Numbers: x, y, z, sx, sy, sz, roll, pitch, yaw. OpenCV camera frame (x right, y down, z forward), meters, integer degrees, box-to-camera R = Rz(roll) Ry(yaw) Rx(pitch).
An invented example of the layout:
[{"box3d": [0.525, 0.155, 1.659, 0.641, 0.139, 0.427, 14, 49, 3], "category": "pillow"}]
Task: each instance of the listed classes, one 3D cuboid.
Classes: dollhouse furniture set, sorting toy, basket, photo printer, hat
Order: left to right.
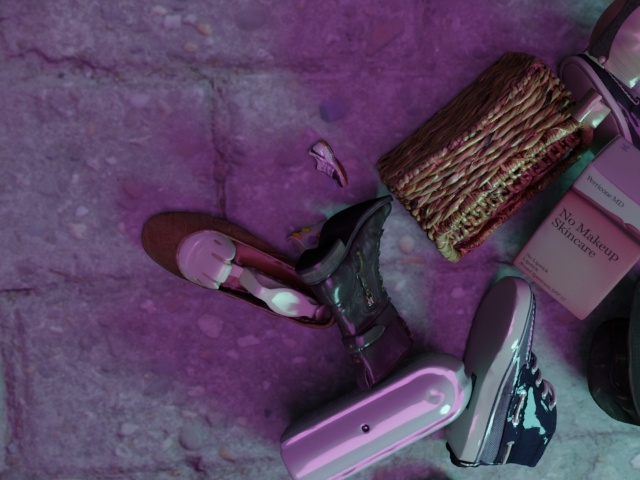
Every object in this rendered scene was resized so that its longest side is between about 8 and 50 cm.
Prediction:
[{"box3d": [0.000, 0.000, 1.620, 0.075, 0.045, 0.083, -32, 65, -25], "category": "sorting toy"}, {"box3d": [0.093, 0.275, 1.607, 0.308, 0.256, 0.107, -28, 86, 0], "category": "photo printer"}, {"box3d": [0.270, -0.108, 1.549, 0.299, 0.213, 0.223, -40, 105, 4], "category": "basket"}, {"box3d": [0.420, -0.373, 1.480, 0.174, 0.303, 0.355, 37, 105, -8], "category": "dollhouse furniture set"}, {"box3d": [0.518, 0.226, 1.685, 0.134, 0.331, 0.331, -14, 109, 35], "category": "hat"}]

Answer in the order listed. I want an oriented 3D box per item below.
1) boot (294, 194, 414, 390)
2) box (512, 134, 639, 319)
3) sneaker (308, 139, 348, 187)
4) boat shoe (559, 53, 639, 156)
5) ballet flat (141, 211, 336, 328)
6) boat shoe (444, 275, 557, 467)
[{"box3d": [0.078, 0.076, 1.579, 0.229, 0.091, 0.263, 58, 47, -17], "category": "boot"}, {"box3d": [0.427, -0.018, 1.563, 0.149, 0.127, 0.232, 41, 134, 13], "category": "box"}, {"box3d": [0.012, -0.116, 1.613, 0.037, 0.032, 0.083, -29, 101, 15], "category": "sneaker"}, {"box3d": [0.505, -0.161, 1.607, 0.113, 0.127, 0.340, -33, 86, -14], "category": "boat shoe"}, {"box3d": [-0.115, 0.054, 1.587, 0.343, 0.124, 0.116, 27, 100, -13], "category": "ballet flat"}, {"box3d": [0.327, 0.224, 1.700, 0.158, 0.127, 0.340, 10, 111, -16], "category": "boat shoe"}]
